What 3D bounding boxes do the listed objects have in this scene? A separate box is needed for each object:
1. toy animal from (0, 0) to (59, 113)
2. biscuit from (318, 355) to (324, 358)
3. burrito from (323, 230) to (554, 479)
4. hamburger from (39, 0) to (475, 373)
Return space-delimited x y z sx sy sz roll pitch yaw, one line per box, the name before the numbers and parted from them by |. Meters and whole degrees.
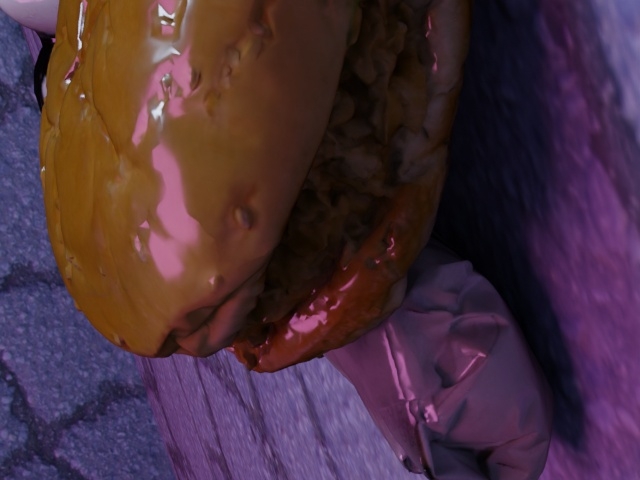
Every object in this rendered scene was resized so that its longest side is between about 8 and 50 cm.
toy animal | -0.155 -0.193 0.887 0.165 0.187 0.235 -68 -28 -56
biscuit | -0.069 0.007 0.891 0.226 0.042 0.226 36 -167 -9
burrito | 0.000 0.000 0.738 0.139 0.101 0.445 59 173 -34
hamburger | -0.050 -0.085 0.574 0.318 0.158 0.318 -24 64 61
